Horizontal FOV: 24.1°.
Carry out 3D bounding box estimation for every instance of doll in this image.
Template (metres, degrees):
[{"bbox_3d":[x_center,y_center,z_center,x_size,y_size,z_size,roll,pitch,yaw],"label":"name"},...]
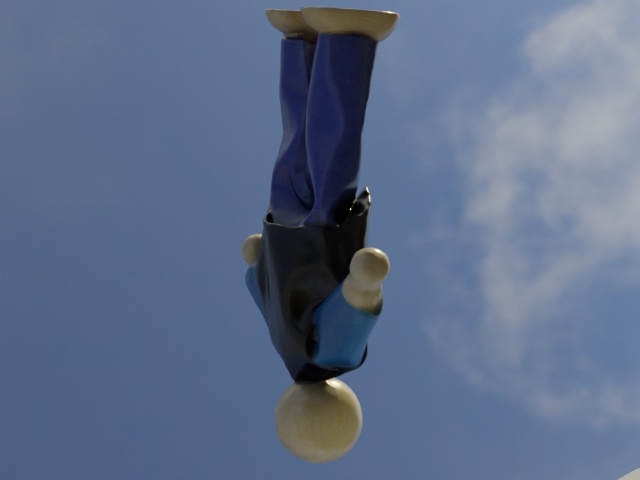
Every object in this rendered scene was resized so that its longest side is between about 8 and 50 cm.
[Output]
[{"bbox_3d":[0.000,0.000,0.619,0.046,0.129,0.189,0,-82,-24],"label":"doll"}]

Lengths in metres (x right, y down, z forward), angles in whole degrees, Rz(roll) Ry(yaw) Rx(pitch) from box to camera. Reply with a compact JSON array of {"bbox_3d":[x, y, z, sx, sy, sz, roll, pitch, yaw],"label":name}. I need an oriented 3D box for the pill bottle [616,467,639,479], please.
[{"bbox_3d":[0.120,0.156,0.542,0.229,0.131,0.131,-29,-75,-10],"label":"pill bottle"}]
